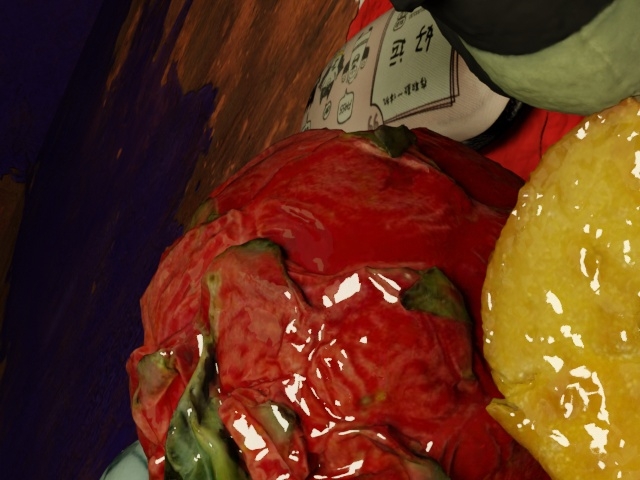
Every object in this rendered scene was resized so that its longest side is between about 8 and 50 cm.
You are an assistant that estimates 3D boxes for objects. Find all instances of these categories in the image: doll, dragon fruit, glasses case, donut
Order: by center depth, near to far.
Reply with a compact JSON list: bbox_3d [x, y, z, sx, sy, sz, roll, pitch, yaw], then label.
[{"bbox_3d":[0.157,0.037,0.445,0.190,0.075,0.174,31,109,38],"label":"donut"},{"bbox_3d":[0.102,-0.153,0.590,0.144,0.234,0.135,-36,45,19],"label":"doll"},{"bbox_3d":[0.020,0.052,0.615,0.299,0.244,0.244,-80,12,-77],"label":"dragon fruit"},{"bbox_3d":[0.063,-0.108,0.846,0.314,0.075,0.122,-16,62,65],"label":"glasses case"}]

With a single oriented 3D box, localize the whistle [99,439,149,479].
[{"bbox_3d":[-0.085,0.196,0.874,0.289,0.164,0.163,-54,28,38],"label":"whistle"}]
